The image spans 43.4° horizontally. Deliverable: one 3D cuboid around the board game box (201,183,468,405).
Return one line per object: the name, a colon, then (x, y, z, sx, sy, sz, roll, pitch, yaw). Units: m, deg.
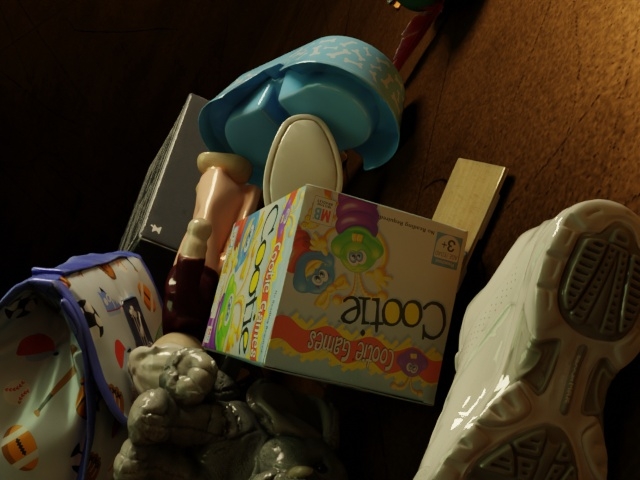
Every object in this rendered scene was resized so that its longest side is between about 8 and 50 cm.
board game box: (-0.002, 0.052, 0.731, 0.275, 0.144, 0.142, 165, 119, -72)

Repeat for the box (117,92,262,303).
box: (-0.233, -0.045, 1.438, 0.294, 0.183, 0.296, -42, 31, 58)

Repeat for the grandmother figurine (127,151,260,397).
grandmother figurine: (-0.149, 0.049, 0.977, 0.207, 0.104, 0.342, 91, -173, -55)

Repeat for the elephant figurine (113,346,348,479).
elephant figurine: (-0.047, 0.207, 0.718, 0.186, 0.240, 0.169, -62, -14, -48)

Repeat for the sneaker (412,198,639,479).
sneaker: (0.111, 0.090, 0.463, 0.232, 0.090, 0.115, -61, 8, -7)

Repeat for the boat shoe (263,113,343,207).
boat shoe: (-0.015, -0.016, 0.931, 0.079, 0.095, 0.254, 112, 151, -81)

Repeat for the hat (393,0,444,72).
hat: (0.141, -0.292, 0.964, 0.209, 0.183, 0.172, -13, 53, 20)

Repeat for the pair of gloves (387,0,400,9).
pair of gloves: (0.119, -0.378, 1.175, 0.074, 0.010, 0.083, -63, 17, 18)

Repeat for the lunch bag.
lunch bag: (-0.318, 0.210, 1.018, 0.328, 0.239, 0.385, -54, -24, -85)

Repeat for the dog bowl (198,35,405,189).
dog bowl: (-0.022, -0.155, 0.995, 0.297, 0.166, 0.074, -13, 40, 44)

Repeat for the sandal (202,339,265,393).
sandal: (-0.143, 0.260, 1.056, 0.167, 0.107, 0.445, -99, 29, -59)

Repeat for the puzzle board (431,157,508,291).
puzzle board: (0.116, -0.007, 0.690, 0.128, 0.011, 0.096, -68, 16, 5)

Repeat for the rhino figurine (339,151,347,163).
rhino figurine: (-0.006, -0.133, 1.158, 0.243, 0.073, 0.106, -67, 19, 9)
